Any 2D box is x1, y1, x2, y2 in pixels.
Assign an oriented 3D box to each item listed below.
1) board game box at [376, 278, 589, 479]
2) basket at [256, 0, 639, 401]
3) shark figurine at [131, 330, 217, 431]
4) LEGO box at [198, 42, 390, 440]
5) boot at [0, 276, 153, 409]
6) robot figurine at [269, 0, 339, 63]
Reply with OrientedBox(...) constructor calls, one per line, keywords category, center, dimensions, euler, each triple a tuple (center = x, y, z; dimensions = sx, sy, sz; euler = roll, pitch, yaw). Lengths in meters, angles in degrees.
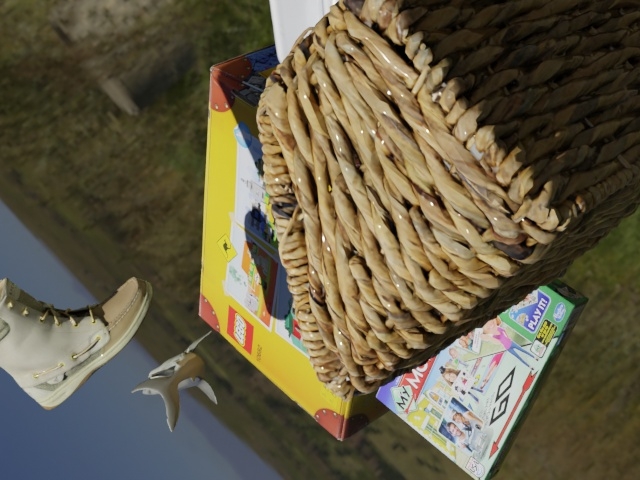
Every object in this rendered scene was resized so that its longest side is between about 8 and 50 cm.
OrientedBox(category="board game box", center=(0.219, 0.158, 1.519), dimensions=(0.213, 0.317, 0.046), euler=(36, -149, 29))
OrientedBox(category="basket", center=(0.092, -0.069, 0.704), dimensions=(0.213, 0.299, 0.223), euler=(53, 135, 12))
OrientedBox(category="shark figurine", center=(-0.222, 0.245, 1.833), dimensions=(0.116, 0.166, 0.278), euler=(54, 171, -3))
OrientedBox(category="LEGO box", center=(0.000, 0.000, 1.669), dimensions=(0.372, 0.193, 0.500), euler=(38, 137, 32))
OrientedBox(category="boot", center=(-0.334, 0.096, 1.363), dimensions=(0.165, 0.213, 0.077), euler=(45, -179, -29))
OrientedBox(category="robot figurine", center=(0.123, -0.274, 1.211), dimensions=(0.300, 0.353, 0.200), euler=(-83, -12, -52))
